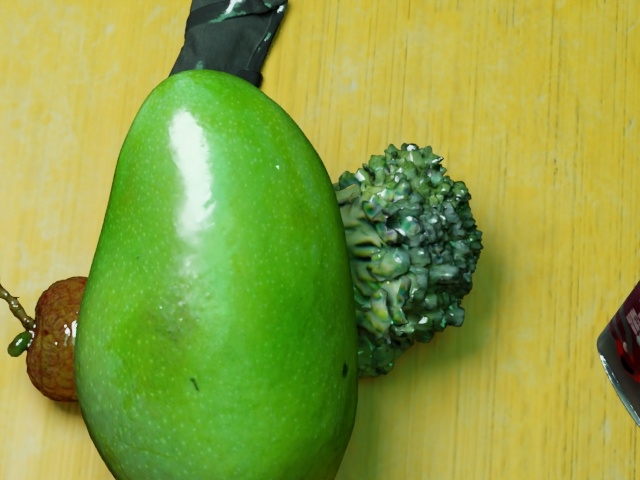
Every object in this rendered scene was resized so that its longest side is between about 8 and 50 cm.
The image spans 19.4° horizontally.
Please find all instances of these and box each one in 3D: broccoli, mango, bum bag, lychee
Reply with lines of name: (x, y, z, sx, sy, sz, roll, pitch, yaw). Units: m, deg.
broccoli: (0.006, 0.018, 1.615, 0.275, 0.177, 0.198, -1, 106, 26)
mango: (-0.084, 0.055, 1.466, 0.225, 0.201, 0.382, -5, 104, -6)
bum bag: (-0.094, -0.157, 1.691, 0.087, 0.049, 0.198, 20, 71, -2)
lychee: (-0.211, 0.076, 1.575, 0.140, 0.101, 0.114, 25, 106, 9)

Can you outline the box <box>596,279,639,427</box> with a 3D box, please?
box: (0.298, 0.085, 1.540, 0.069, 0.224, 0.120, -25, 76, -12)
